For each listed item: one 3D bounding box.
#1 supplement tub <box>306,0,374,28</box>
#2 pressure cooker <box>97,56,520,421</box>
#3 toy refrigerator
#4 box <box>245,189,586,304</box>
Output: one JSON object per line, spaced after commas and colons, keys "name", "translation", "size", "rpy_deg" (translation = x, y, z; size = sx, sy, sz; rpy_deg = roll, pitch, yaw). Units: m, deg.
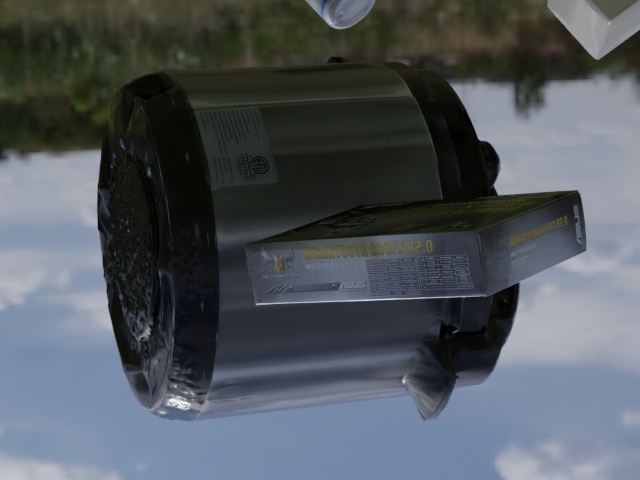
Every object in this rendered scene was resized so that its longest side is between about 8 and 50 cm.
{"name": "supplement tub", "translation": [0.007, -0.297, 1.914], "size": [0.071, 0.071, 0.107], "rpy_deg": [-10, -130, -46]}
{"name": "pressure cooker", "translation": [0.002, -0.002, 1.770], "size": [0.420, 0.370, 0.375], "rpy_deg": [-6, -172, -19]}
{"name": "toy refrigerator", "translation": [0.370, -0.317, 1.774], "size": [0.269, 0.094, 0.102], "rpy_deg": [-37, 165, -10]}
{"name": "box", "translation": [0.081, 0.005, 1.426], "size": [0.231, 0.056, 0.183], "rpy_deg": [-4, -171, 36]}
